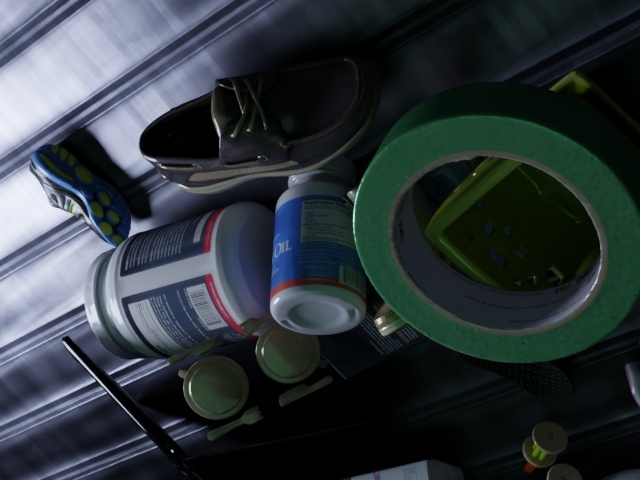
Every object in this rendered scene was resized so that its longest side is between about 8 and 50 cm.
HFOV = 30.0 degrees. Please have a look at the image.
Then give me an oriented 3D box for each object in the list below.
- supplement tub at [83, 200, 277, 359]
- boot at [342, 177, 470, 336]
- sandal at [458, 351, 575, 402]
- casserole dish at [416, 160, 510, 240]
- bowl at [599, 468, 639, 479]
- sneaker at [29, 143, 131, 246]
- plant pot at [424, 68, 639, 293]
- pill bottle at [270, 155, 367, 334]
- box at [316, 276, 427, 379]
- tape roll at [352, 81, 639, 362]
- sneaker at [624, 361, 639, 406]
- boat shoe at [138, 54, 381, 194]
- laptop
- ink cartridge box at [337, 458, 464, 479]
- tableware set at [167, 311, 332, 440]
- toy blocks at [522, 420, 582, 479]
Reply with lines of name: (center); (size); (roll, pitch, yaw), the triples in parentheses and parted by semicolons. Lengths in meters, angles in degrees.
supplement tub: (-0.180, 0.064, 1.700); (0.272, 0.191, 0.191); (-15, 117, 30)
boot: (0.087, 0.002, 1.490); (0.165, 0.213, 0.077); (48, 139, -13)
sandal: (0.281, 0.171, 1.694); (0.179, 0.040, 0.067); (23, 125, 24)
casserole dish: (0.183, -0.061, 1.564); (0.188, 0.037, 0.114); (43, 128, -9)
bowl: (0.488, 0.427, 1.724); (0.298, 0.134, 0.298); (10, 127, 14)
sneaker: (-0.355, -0.066, 1.772); (0.188, 0.067, 0.078); (44, 149, -14)
plant pot: (0.293, -0.050, 1.417); (0.227, 0.207, 0.228); (41, 128, -9)
pill bottle: (0.000, 0.000, 1.553); (0.124, 0.221, 0.124); (2, 148, 1)
box: (0.082, 0.084, 1.631); (0.158, 0.156, 0.093); (-31, 109, 36)
tape roll: (0.197, -0.013, 1.300); (0.321, 0.077, 0.321); (11, 128, 15)
sneaker: (0.512, 0.239, 1.615); (0.104, 0.095, 0.236); (-32, 111, 18)
boat shoe: (-0.086, -0.145, 1.523); (0.355, 0.130, 0.132); (-21, 70, 32)
laptop: (-0.124, 0.261, 1.804); (0.408, 0.236, 0.382); (42, 168, 21)
ink cartridge box: (0.122, 0.397, 1.844); (0.175, 0.072, 0.127); (-19, 154, 26)
tableware set: (-0.090, 0.170, 1.597); (0.194, 0.039, 0.128); (-26, 97, 3)
toy blocks: (0.326, 0.352, 1.758); (0.054, 0.123, 0.148); (-4, 145, -14)
